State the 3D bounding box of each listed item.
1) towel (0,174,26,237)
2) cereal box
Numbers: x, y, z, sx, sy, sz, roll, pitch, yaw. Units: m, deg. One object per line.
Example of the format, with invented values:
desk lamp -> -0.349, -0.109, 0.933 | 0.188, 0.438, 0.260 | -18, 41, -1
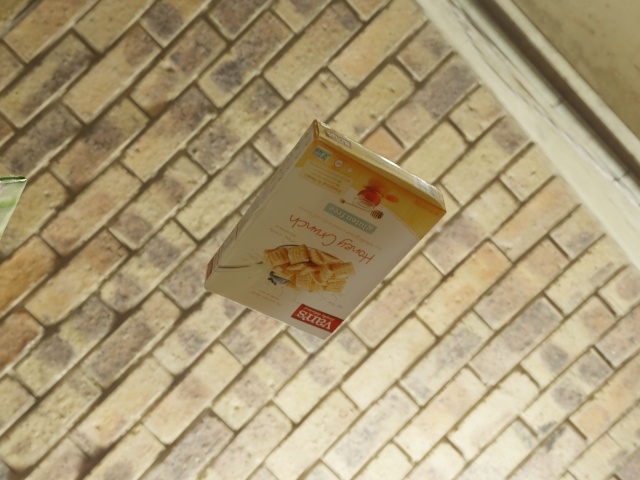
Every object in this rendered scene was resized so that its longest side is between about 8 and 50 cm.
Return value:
towel -> -0.267, 0.006, 0.512 | 0.113, 0.023, 0.152 | -59, 175, 13
cereal box -> 0.000, 0.000, 0.859 | 0.240, 0.172, 0.047 | -51, -155, 31
